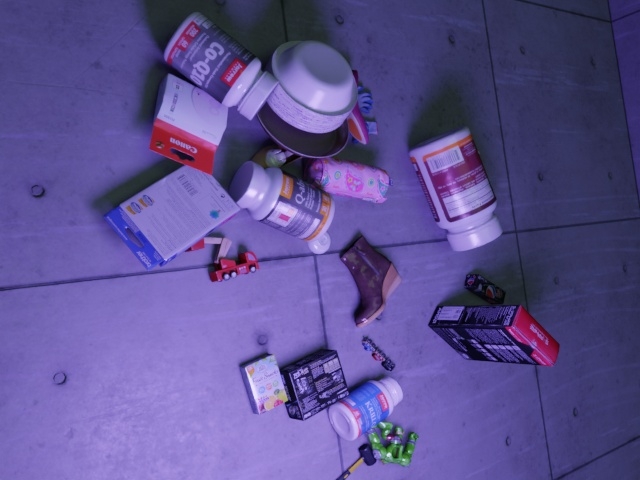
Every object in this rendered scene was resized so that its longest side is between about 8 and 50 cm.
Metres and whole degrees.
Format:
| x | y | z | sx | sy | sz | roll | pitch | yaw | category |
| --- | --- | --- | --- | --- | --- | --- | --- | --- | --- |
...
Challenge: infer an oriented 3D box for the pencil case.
| x | y | z | sx | sy | sz | roll | pitch | yaw | category |
| --- | --- | --- | --- | --- | --- | --- | --- | --- | --- |
| 0.087 | -0.190 | 1.964 | 0.284 | 0.124 | 0.124 | 9 | 78 | -36 | pencil case |

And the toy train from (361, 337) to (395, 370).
| x | y | z | sx | sy | sz | roll | pitch | yaw | category |
| --- | --- | --- | --- | --- | --- | --- | --- | --- | --- |
| 0.184 | 0.368 | 2.015 | 0.158 | 0.027 | 0.036 | 47 | 71 | -22 | toy train |

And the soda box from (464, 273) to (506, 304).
| x | y | z | sx | sy | sz | roll | pitch | yaw | category |
| --- | --- | --- | --- | --- | --- | --- | --- | --- | --- |
| 0.612 | 0.182 | 2.325 | 0.169 | 0.060 | 0.053 | 29 | 68 | -29 | soda box |

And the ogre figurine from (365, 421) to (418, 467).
| x | y | z | sx | sy | sz | roll | pitch | yaw | category |
| --- | --- | --- | --- | --- | --- | --- | --- | --- | --- |
| 0.221 | 0.635 | 1.952 | 0.197 | 0.097 | 0.118 | 41 | 40 | -36 | ogre figurine |

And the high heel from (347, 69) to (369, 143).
| x | y | z | sx | sy | sz | roll | pitch | yaw | category |
| --- | --- | --- | --- | --- | --- | --- | --- | --- | --- |
| 0.122 | -0.434 | 2.023 | 0.117 | 0.082 | 0.244 | -28 | 84 | -23 | high heel |

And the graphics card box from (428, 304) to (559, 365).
| x | y | z | sx | sy | sz | roll | pitch | yaw | category |
| --- | --- | --- | --- | --- | --- | --- | --- | --- | --- |
| 0.570 | 0.314 | 2.085 | 0.233 | 0.371 | 0.094 | 41 | 63 | -23 | graphics card box |

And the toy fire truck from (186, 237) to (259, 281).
| x | y | z | sx | sy | sz | roll | pitch | yaw | category |
| --- | --- | --- | --- | --- | --- | --- | --- | --- | --- |
| -0.268 | 0.043 | 1.722 | 0.192 | 0.047 | 0.135 | -16 | 91 | -37 | toy fire truck |

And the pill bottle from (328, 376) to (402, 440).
| x | y | z | sx | sy | sz | roll | pitch | yaw | category |
| --- | --- | --- | --- | --- | --- | --- | --- | --- | --- |
| 0.143 | 0.502 | 1.904 | 0.222 | 0.124 | 0.124 | -24 | 98 | -35 | pill bottle |

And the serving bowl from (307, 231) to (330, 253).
| x | y | z | sx | sy | sz | roll | pitch | yaw | category |
| --- | --- | --- | --- | --- | --- | --- | --- | --- | --- |
| 0.000 | 0.000 | 1.932 | 0.083 | 0.027 | 0.083 | 6 | 80 | -36 | serving bowl |

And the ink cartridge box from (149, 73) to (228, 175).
| x | y | z | sx | sy | sz | roll | pitch | yaw | category |
| --- | --- | --- | --- | --- | --- | --- | --- | --- | --- |
| -0.346 | -0.312 | 1.672 | 0.189 | 0.066 | 0.232 | 22 | 49 | -32 | ink cartridge box |

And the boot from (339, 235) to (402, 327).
| x | y | z | sx | sy | sz | roll | pitch | yaw | category |
| --- | --- | --- | --- | --- | --- | --- | --- | --- | --- |
| 0.130 | 0.131 | 1.991 | 0.207 | 0.090 | 0.248 | 45 | 61 | -9 | boot |

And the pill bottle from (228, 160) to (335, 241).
| x | y | z | sx | sy | sz | roll | pitch | yaw | category |
| --- | --- | --- | --- | --- | --- | --- | --- | --- | --- |
| -0.110 | -0.112 | 1.787 | 0.279 | 0.162 | 0.162 | 24 | 70 | -31 | pill bottle |

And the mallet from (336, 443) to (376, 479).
| x | y | z | sx | sy | sz | roll | pitch | yaw | category |
| --- | --- | --- | --- | --- | --- | --- | --- | --- | --- |
| 0.097 | 0.705 | 1.901 | 0.190 | 0.039 | 0.062 | -41 | 104 | -28 | mallet |

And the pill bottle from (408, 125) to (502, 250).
| x | y | z | sx | sy | sz | roll | pitch | yaw | category |
| --- | --- | --- | --- | --- | --- | --- | --- | --- | --- |
| 0.477 | -0.177 | 2.179 | 0.224 | 0.224 | 0.391 | -30 | 101 | -35 | pill bottle |

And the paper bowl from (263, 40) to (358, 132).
| x | y | z | sx | sy | sz | roll | pitch | yaw | category |
| --- | --- | --- | --- | --- | --- | --- | --- | --- | --- |
| -0.019 | -0.468 | 1.839 | 0.285 | 0.148 | 0.284 | 15 | 55 | -23 | paper bowl |

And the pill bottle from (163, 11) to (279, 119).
| x | y | z | sx | sy | sz | roll | pitch | yaw | category |
| --- | --- | --- | --- | --- | --- | --- | --- | --- | --- |
| -0.263 | -0.464 | 1.688 | 0.283 | 0.161 | 0.161 | 36 | 63 | -9 | pill bottle |

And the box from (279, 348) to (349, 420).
| x | y | z | sx | sy | sz | roll | pitch | yaw | category |
| --- | --- | --- | --- | --- | --- | --- | --- | --- | --- |
| -0.021 | 0.418 | 1.826 | 0.180 | 0.078 | 0.147 | -20 | 95 | -36 | box |

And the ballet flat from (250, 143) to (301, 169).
| x | y | z | sx | sy | sz | roll | pitch | yaw | category |
| --- | --- | --- | --- | --- | --- | --- | --- | --- | --- |
| -0.109 | -0.259 | 1.862 | 0.232 | 0.073 | 0.080 | -33 | 102 | -34 | ballet flat |

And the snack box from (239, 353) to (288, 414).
| x | y | z | sx | sy | sz | roll | pitch | yaw | category |
| --- | --- | --- | --- | --- | --- | --- | --- | --- | --- |
| -0.158 | 0.402 | 1.756 | 0.100 | 0.037 | 0.141 | -19 | 94 | -37 | snack box |

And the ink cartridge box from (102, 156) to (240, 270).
| x | y | z | sx | sy | sz | roll | pitch | yaw | category |
| --- | --- | --- | --- | --- | --- | --- | --- | --- | --- |
| -0.382 | -0.065 | 1.621 | 0.185 | 0.065 | 0.311 | 50 | 55 | 1 | ink cartridge box |

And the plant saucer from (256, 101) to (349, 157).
| x | y | z | sx | sy | sz | roll | pitch | yaw | category |
| --- | --- | --- | --- | --- | --- | --- | --- | --- | --- |
| -0.061 | -0.364 | 1.875 | 0.311 | 0.050 | 0.310 | 15 | 55 | -23 | plant saucer |

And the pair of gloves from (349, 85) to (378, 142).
| x | y | z | sx | sy | sz | roll | pitch | yaw | category |
| --- | --- | --- | --- | --- | --- | --- | --- | --- | --- |
| 0.122 | -0.420 | 2.083 | 0.159 | 0.023 | 0.198 | -4 | 85 | -34 | pair of gloves |
